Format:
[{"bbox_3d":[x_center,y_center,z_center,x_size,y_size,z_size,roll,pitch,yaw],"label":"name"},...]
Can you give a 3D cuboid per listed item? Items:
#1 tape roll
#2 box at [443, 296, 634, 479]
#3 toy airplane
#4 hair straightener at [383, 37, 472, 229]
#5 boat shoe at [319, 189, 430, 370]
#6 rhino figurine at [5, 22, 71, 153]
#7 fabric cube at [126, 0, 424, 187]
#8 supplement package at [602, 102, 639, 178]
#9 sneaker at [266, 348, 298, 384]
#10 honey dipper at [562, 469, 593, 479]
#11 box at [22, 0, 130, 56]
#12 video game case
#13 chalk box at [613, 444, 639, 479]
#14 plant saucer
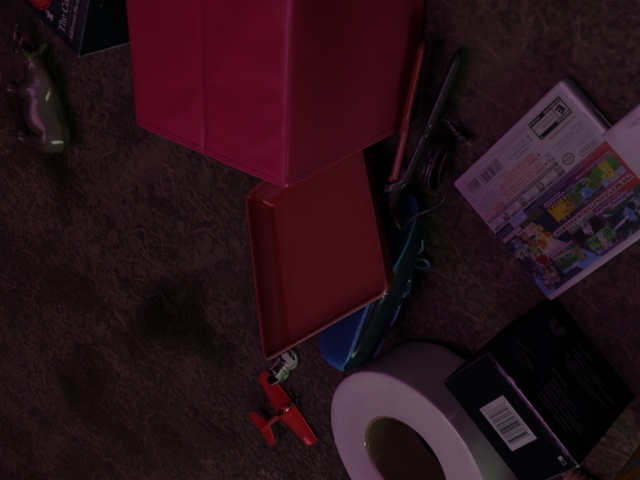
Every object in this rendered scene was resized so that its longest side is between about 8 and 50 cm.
[{"bbox_3d":[0.147,0.287,1.242,0.286,0.100,0.286,27,131,37],"label":"tape roll"},{"bbox_3d":[0.256,0.174,1.048,0.156,0.158,0.093,53,137,8],"label":"box"},{"bbox_3d":[-0.074,0.297,1.531,0.151,0.028,0.151,22,125,35],"label":"toy airplane"},{"bbox_3d":[0.133,-0.116,1.058,0.089,0.047,0.230,15,111,5],"label":"hair straightener"},{"bbox_3d":[0.075,0.049,1.196,0.109,0.089,0.258,42,114,38],"label":"boat shoe"},{"bbox_3d":[-0.504,-0.263,1.591,0.106,0.073,0.243,13,120,43],"label":"rhino figurine"},{"bbox_3d":[-0.051,-0.252,1.027,0.259,0.254,0.258,24,129,32],"label":"fabric cube"},{"bbox_3d":[0.397,-0.133,0.704,0.145,0.204,0.262,51,137,8],"label":"supplement package"},{"bbox_3d":[-0.064,0.208,1.465,0.032,0.037,0.083,41,134,22],"label":"sneaker"},{"bbox_3d":[0.287,0.283,1.178,0.161,0.030,0.030,32,132,30],"label":"honey dipper"},{"bbox_3d":[-0.327,-0.489,1.214,0.312,0.179,0.343,44,136,18],"label":"box"},{"bbox_3d":[0.269,-0.052,1.009,0.183,0.023,0.201,52,137,8],"label":"video game case"},{"bbox_3d":[0.439,0.323,0.981,0.132,0.132,0.213,-35,88,47],"label":"chalk box"},{"bbox_3d":[0.000,0.000,1.186,0.259,0.048,0.258,-34,55,43],"label":"plant saucer"}]
